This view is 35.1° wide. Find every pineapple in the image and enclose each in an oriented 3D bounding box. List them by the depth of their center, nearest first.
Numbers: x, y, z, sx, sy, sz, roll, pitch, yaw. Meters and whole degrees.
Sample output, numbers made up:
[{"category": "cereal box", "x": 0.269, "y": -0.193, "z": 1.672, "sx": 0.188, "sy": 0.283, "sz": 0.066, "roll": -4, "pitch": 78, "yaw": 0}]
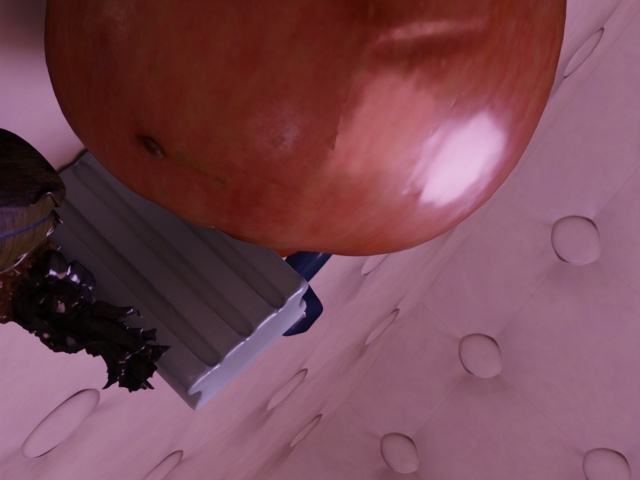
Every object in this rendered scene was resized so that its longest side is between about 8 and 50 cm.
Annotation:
[{"category": "pineapple", "x": -0.248, "y": 0.055, "z": 0.910, "sx": 0.125, "sy": 0.251, "sz": 0.125, "roll": -53, "pitch": 168, "yaw": -17}]

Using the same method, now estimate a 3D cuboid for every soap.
[{"category": "soap", "x": -0.159, "y": 0.021, "z": 1.022, "sx": 0.160, "sy": 0.265, "sz": 0.087, "roll": -42, "pitch": 163, "yaw": -19}]

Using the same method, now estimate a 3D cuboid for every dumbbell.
[{"category": "dumbbell", "x": 0.000, "y": 0.000, "z": 1.623, "sx": 0.316, "sy": 0.143, "sz": 0.156, "roll": -51, "pitch": 164, "yaw": 16}]

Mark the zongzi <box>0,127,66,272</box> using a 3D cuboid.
[{"category": "zongzi", "x": -0.302, "y": -0.067, "z": 0.712, "sx": 0.286, "sy": 0.138, "sz": 0.300, "roll": -38, "pitch": 153, "yaw": -44}]

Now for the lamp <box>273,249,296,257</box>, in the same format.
[{"category": "lamp", "x": -0.060, "y": -0.088, "z": 1.159, "sx": 0.223, "sy": 0.197, "sz": 0.223, "roll": 8, "pitch": 90, "yaw": -86}]

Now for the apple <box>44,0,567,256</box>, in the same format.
[{"category": "apple", "x": 0.000, "y": -0.176, "z": 0.783, "sx": 0.346, "sy": 0.391, "sz": 0.391, "roll": -65, "pitch": 161, "yaw": 9}]
